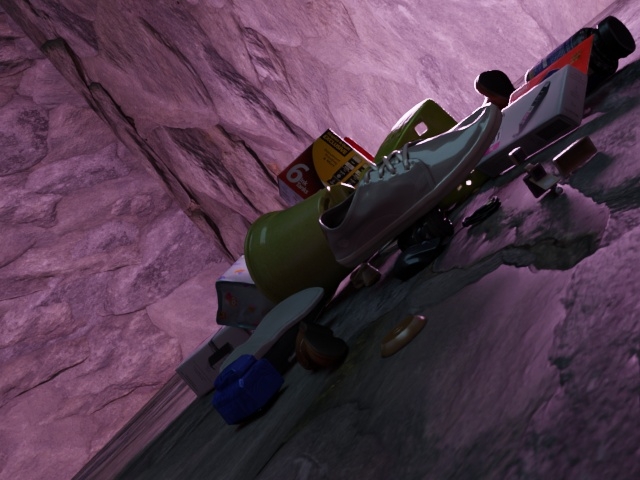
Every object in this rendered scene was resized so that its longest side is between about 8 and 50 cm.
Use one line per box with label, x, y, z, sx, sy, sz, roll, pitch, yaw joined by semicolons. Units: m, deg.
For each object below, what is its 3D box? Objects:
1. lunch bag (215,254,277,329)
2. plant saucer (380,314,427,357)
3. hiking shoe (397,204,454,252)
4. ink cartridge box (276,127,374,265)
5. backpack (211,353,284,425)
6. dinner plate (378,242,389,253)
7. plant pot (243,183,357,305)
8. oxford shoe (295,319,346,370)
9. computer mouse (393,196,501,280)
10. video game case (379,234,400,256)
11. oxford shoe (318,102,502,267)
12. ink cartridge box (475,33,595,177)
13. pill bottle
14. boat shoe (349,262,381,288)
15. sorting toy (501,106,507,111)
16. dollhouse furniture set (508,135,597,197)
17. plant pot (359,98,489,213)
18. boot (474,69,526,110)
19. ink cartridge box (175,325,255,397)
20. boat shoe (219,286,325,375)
lunch bag;-0.118;0.135;1.988;0.263;0.160;0.223;3;18;14
plant saucer;0.112;0.129;1.060;0.083;0.015;0.083;-41;3;3
hiking shoe;0.198;-0.030;1.541;0.114;0.086;0.227;-37;5;9
ink cartridge box;0.088;-0.139;2.027;0.272;0.309;0.130;-45;-16;-16
backpack;-0.141;0.270;1.384;0.120;0.101;0.098;-43;-5;39
dinner plate;0.191;-0.020;1.940;0.141;0.017;0.141;-47;-5;-5
plant pot;0.000;0.000;1.792;0.254;0.276;0.276;-37;5;46
oxford shoe;-0.005;0.192;1.300;0.212;0.076;0.076;-163;91;-83
computer mouse;0.223;-0.008;1.383;0.242;0.041;0.071;-39;3;19
video game case;0.204;-0.011;1.875;0.122;0.011;0.087;-44;4;-36
oxford shoe;0.162;-0.117;1.487;0.449;0.130;0.169;-40;13;26
ink cartridge box;0.440;-0.285;1.579;0.275;0.060;0.238;-35;34;59
pill bottle;0.570;-0.388;1.672;0.219;0.123;0.123;-38;4;45
boat shoe;0.093;0.074;1.698;0.056;0.048;0.153;-41;3;-7
sorting toy;0.388;-0.236;2.013;0.229;0.041;0.307;-32;18;53
dollhouse furniture set;0.355;-0.121;1.119;0.114;0.091;0.081;-38;19;3
plant pot;0.228;-0.156;1.752;0.207;0.227;0.228;-48;5;-13
boot;0.443;-0.361;2.154;0.264;0.096;0.280;-4;-22;-45
ink cartridge box;-0.250;0.295;2.151;0.273;0.114;0.197;-38;4;25
boat shoe;-0.083;0.210;1.565;0.302;0.091;0.114;-41;22;-33
